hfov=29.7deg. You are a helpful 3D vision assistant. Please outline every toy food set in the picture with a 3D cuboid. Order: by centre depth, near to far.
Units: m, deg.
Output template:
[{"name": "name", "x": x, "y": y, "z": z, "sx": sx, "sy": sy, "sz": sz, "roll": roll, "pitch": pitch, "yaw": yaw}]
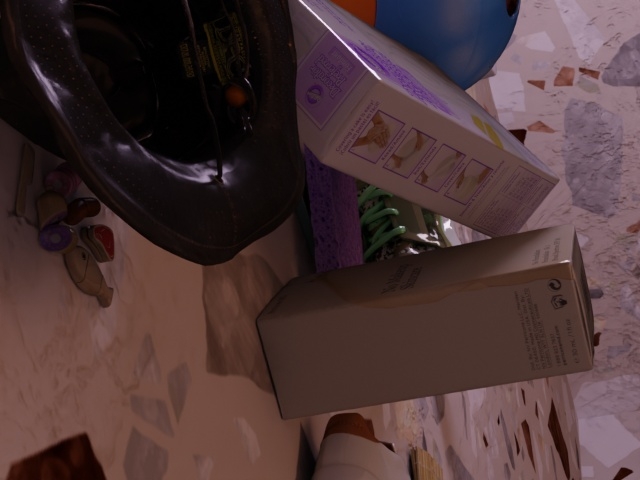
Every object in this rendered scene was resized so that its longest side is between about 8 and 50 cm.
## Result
[{"name": "toy food set", "x": -0.168, "y": -0.014, "z": 0.835, "sx": 0.122, "sy": 0.019, "sz": 0.078, "roll": 56, "pitch": 27, "yaw": -54}]

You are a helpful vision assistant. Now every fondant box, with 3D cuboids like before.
[{"name": "fondant box", "x": 0.066, "y": -0.136, "z": 1.220, "sx": 0.330, "sy": 0.096, "sz": 0.238, "roll": 18, "pitch": 25, "yaw": -48}]

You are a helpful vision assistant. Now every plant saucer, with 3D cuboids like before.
[{"name": "plant saucer", "x": 0.000, "y": 0.000, "z": 1.414, "sx": 0.067, "sy": 0.018, "sz": 0.192, "roll": -74, "pitch": 148, "yaw": -59}]

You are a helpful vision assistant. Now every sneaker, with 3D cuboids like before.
[{"name": "sneaker", "x": 0.079, "y": 0.292, "z": 1.315, "sx": 0.123, "sy": 0.106, "sz": 0.290, "roll": -82, "pitch": 154, "yaw": -44}, {"name": "sneaker", "x": 0.086, "y": -0.032, "z": 1.611, "sx": 0.182, "sy": 0.158, "sz": 0.410, "roll": 37, "pitch": 35, "yaw": -19}]

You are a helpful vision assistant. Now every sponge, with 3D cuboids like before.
[{"name": "sponge", "x": 0.018, "y": -0.025, "z": 1.405, "sx": 0.117, "sy": 0.031, "sz": 0.210, "roll": 44, "pitch": 37, "yaw": -63}]

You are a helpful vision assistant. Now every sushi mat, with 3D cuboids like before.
[{"name": "sushi mat", "x": 0.159, "y": 0.447, "z": 1.646, "sx": 0.151, "sy": 0.019, "sz": 0.316, "roll": 51, "pitch": 31, "yaw": -57}]

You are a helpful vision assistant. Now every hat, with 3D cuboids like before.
[{"name": "hat", "x": -0.136, "y": -0.125, "z": 0.795, "sx": 0.331, "sy": 0.134, "sz": 0.331, "roll": 35, "pitch": 50, "yaw": -56}]

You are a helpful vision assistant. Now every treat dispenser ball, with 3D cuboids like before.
[{"name": "treat dispenser ball", "x": 0.104, "y": -0.309, "z": 1.496, "sx": 0.288, "sy": 0.288, "sz": 0.288, "roll": -11, "pitch": 90, "yaw": -74}]

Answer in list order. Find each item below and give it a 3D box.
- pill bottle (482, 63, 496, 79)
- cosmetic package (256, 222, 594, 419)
[{"name": "pill bottle", "x": 0.139, "y": -0.260, "z": 1.727, "sx": 0.119, "sy": 0.209, "sz": 0.119, "roll": -11, "pitch": 90, "yaw": -74}, {"name": "cosmetic package", "x": 0.111, "y": 0.080, "z": 1.209, "sx": 0.160, "sy": 0.310, "sz": 0.113, "roll": -51, "pitch": 128, "yaw": -71}]
